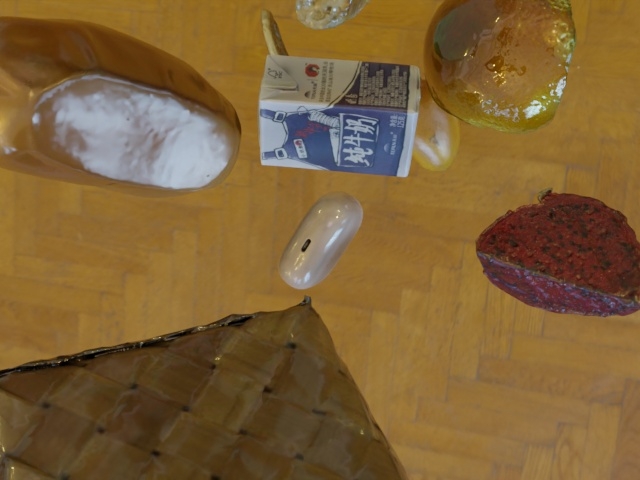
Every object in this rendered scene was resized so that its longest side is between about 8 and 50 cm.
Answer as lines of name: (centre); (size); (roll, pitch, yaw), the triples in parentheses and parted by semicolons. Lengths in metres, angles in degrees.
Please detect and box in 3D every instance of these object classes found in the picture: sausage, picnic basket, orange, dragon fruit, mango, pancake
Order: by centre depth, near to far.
picnic basket: (-0.078, 0.247, 0.575); (0.293, 0.337, 0.337); (-12, 99, -22)
sausage: (-0.170, -0.102, 0.686); (0.136, 0.241, 0.120); (34, 106, 37)
orange: (0.307, -0.330, 1.598); (0.335, 0.196, 0.262); (31, 122, 45)
dragon fruit: (0.459, 0.028, 1.671); (0.317, 0.152, 0.205); (19, 62, 14)
pancake: (-0.083, -0.381, 1.750); (0.028, 0.158, 0.158); (-20, 95, 8)
mango: (0.220, -0.240, 1.856); (0.145, 0.112, 0.219); (-37, 118, -10)

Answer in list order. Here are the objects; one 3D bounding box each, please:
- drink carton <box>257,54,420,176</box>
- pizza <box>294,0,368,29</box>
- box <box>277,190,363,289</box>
drink carton: (0.024, -0.177, 1.265); (0.223, 0.101, 0.134); (5, 144, 2)
pizza: (0.073, -0.388, 1.053); (0.074, 0.182, 0.365); (25, 70, 15)
box: (0.000, 0.000, 1.633); (0.088, 0.146, 0.200); (38, 108, 14)
